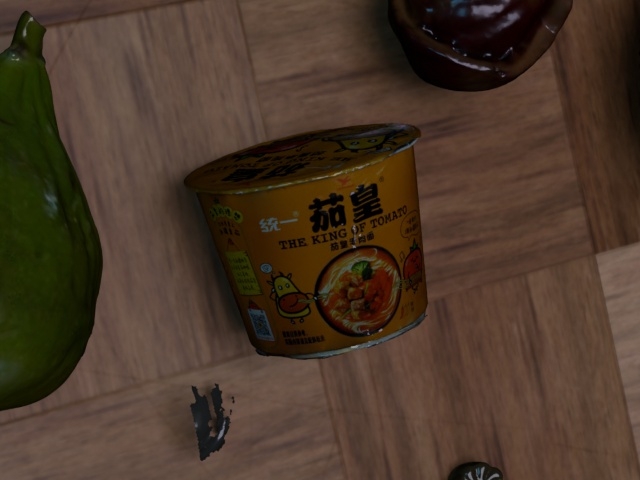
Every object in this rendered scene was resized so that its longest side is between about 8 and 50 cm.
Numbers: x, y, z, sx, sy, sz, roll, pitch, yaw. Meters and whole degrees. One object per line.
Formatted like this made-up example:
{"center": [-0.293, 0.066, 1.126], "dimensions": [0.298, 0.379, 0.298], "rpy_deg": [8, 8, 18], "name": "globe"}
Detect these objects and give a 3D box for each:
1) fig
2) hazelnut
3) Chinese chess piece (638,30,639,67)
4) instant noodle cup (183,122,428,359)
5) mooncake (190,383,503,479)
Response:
{"center": [-0.257, -0.003, 1.271], "dimensions": [0.233, 0.233, 0.314], "rpy_deg": [46, 67, -16], "name": "fig"}
{"center": [0.146, -0.242, 1.495], "dimensions": [0.170, 0.160, 0.201], "rpy_deg": [5, 92, -23], "name": "hazelnut"}
{"center": [0.504, -0.173, 1.619], "dimensions": [0.349, 0.146, 0.349], "rpy_deg": [8, 68, -19], "name": "Chinese chess piece"}
{"center": [0.000, 0.000, 1.405], "dimensions": [0.216, 0.216, 0.172], "rpy_deg": [-19, 105, -24], "name": "instant noodle cup"}
{"center": [0.026, 0.203, 1.490], "dimensions": [0.347, 0.057, 0.150], "rpy_deg": [0, 76, -31], "name": "mooncake"}
